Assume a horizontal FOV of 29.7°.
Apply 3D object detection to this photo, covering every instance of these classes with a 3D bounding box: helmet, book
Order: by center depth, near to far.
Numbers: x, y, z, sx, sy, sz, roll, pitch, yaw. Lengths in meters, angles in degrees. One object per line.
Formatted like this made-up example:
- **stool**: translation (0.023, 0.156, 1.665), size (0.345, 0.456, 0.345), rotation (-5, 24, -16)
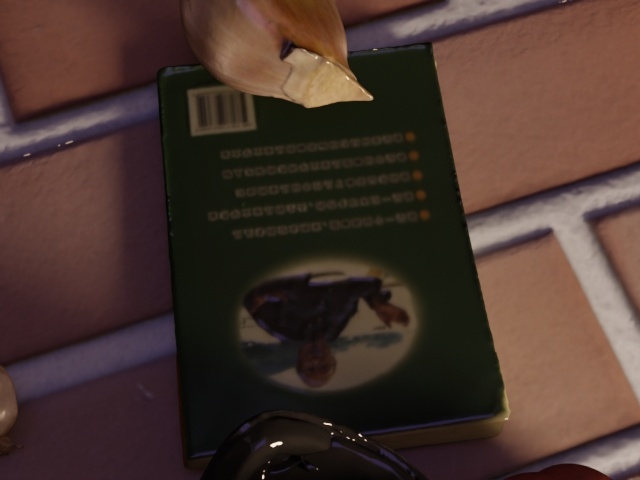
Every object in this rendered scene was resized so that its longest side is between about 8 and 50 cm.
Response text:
- **helmet**: translation (-0.005, 0.231, 0.826), size (0.216, 0.193, 0.189), rotation (-30, 55, -23)
- **book**: translation (0.000, 0.000, 1.026), size (0.260, 0.043, 0.371), rotation (-6, 63, -3)

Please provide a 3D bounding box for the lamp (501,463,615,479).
- **lamp**: translation (0.183, 0.246, 0.856), size (0.182, 0.140, 0.182), rotation (7, 62, -14)

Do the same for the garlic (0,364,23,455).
- **garlic**: translation (-0.287, 0.123, 0.933), size (0.113, 0.074, 0.094), rotation (-11, 74, 9)

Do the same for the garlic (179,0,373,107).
- **garlic**: translation (-0.055, -0.232, 1.088), size (0.128, 0.148, 0.266), rotation (-25, 50, 29)
